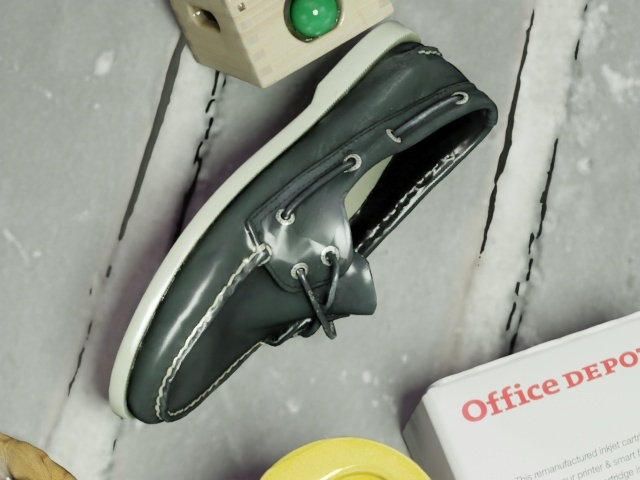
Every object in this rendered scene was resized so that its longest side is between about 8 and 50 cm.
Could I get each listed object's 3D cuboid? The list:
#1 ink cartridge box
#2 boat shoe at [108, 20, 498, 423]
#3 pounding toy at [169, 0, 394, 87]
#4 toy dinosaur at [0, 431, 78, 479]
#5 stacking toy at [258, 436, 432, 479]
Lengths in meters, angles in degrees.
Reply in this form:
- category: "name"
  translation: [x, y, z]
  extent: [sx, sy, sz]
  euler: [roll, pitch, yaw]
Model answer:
- category: "ink cartridge box"
  translation: [0.176, 0.185, 1.189]
  extent: [0.172, 0.100, 0.237]
  euler: [-18, 73, -13]
- category: "boat shoe"
  translation: [0.000, 0.002, 1.227]
  extent: [0.113, 0.127, 0.340]
  euler: [30, 58, 18]
- category: "pounding toy"
  translation: [-0.021, -0.182, 1.272]
  extent: [0.130, 0.141, 0.100]
  euler: [-32, 117, -17]
- category: "toy dinosaur"
  translation: [-0.196, 0.146, 1.190]
  extent: [0.211, 0.064, 0.112]
  euler: [37, 50, -2]
- category: "stacking toy"
  translation: [0.041, 0.301, 1.085]
  extent: [0.280, 0.130, 0.309]
  euler: [27, 77, 8]
